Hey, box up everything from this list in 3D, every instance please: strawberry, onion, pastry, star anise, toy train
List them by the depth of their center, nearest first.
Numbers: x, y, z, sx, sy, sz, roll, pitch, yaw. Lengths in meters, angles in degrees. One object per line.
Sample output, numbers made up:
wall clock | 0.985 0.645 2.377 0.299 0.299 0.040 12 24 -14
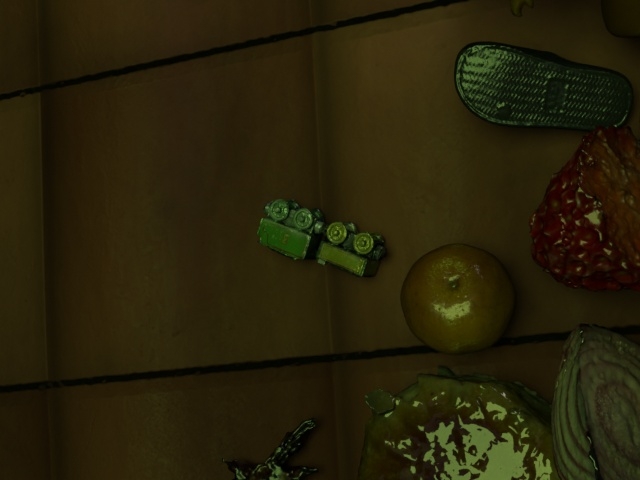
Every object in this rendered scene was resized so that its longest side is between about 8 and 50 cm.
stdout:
onion | 0.361 0.251 1.394 0.111 0.247 0.250 -31 44 39
strawberry | 0.362 -0.016 1.470 0.178 0.234 0.233 -33 68 48
pastry | 0.198 0.319 1.491 0.330 0.136 0.329 -4 79 23
star anise | -0.068 0.363 1.647 0.212 0.053 0.157 -28 71 16
toy train | 0.000 0.000 1.669 0.202 0.060 0.081 22 98 25

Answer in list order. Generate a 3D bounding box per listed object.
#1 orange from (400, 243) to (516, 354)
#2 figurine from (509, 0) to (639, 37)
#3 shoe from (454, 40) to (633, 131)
orange | 0.185 0.082 1.543 0.155 0.134 0.154 -5 61 9
figurine | 0.356 -0.391 1.422 0.387 0.401 0.268 19 109 30
shoe | 0.298 -0.204 1.560 0.241 0.093 0.108 11 104 3
